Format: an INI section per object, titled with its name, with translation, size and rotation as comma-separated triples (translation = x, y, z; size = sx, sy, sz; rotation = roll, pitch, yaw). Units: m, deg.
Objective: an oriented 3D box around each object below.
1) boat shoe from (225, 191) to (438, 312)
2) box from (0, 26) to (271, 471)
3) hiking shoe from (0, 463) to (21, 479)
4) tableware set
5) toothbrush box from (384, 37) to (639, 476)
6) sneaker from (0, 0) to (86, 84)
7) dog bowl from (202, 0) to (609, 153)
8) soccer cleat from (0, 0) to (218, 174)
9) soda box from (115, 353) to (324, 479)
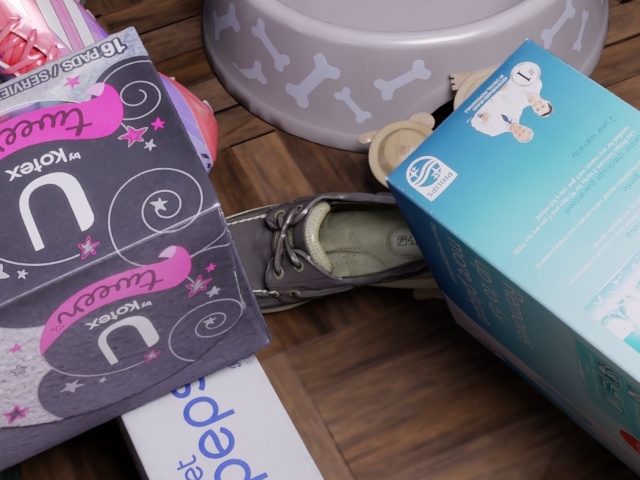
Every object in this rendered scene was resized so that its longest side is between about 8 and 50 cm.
[boat shoe]
translation = 0.001, 0.001, 0.887
size = 0.224, 0.073, 0.080
rotation = -5, 73, 8
[box]
translation = -0.173, 0.023, 0.717
size = 0.247, 0.163, 0.142
rotation = -25, 59, -6
[hiking shoe]
translation = -0.251, 0.034, 0.870
size = 0.132, 0.113, 0.304
rotation = 2, 51, 5
[tableware set]
translation = 0.110, -0.042, 0.935
size = 0.141, 0.020, 0.168
rotation = -20, 74, -2
[toothbrush box]
translation = 0.201, 0.052, 0.744
size = 0.126, 0.216, 0.295
rotation = -46, 60, -8
[sneaker]
translation = -0.276, -0.204, 1.054
size = 0.123, 0.146, 0.330
rotation = 1, 49, 7
[dog bowl]
translation = 0.069, -0.229, 1.074
size = 0.349, 0.102, 0.348
rotation = -2, 50, 3
[soccer cleat]
translation = -0.181, -0.115, 0.941
size = 0.248, 0.083, 0.095
rotation = 33, 33, -22
[soda box]
translation = -0.049, 0.154, 0.766
size = 0.091, 0.098, 0.286
rotation = -23, 53, -13
